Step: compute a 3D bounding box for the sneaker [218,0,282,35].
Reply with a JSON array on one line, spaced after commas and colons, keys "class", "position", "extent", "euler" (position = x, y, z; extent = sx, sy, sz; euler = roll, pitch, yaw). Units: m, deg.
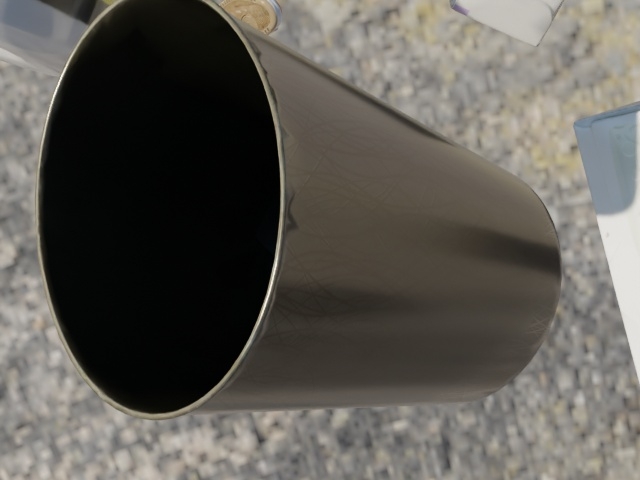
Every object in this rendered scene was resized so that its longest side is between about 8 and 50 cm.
[{"class": "sneaker", "position": [-0.052, -0.190, 1.570], "extent": [0.067, 0.042, 0.118], "euler": [-24, 11, -34]}]

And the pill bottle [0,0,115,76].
[{"class": "pill bottle", "position": [-0.161, -0.275, 1.049], "extent": [0.188, 0.188, 0.334], "euler": [19, 88, 36]}]

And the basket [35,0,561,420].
[{"class": "basket", "position": [0.000, 0.000, 0.901], "extent": [0.154, 0.227, 0.204], "euler": [-32, 60, 32]}]

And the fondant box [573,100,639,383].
[{"class": "fondant box", "position": [0.332, -0.007, 1.359], "extent": [0.096, 0.238, 0.330], "euler": [-12, 4, 42]}]

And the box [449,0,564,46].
[{"class": "box", "position": [0.114, -0.235, 1.259], "extent": [0.067, 0.063, 0.324], "euler": [21, 29, -14]}]
